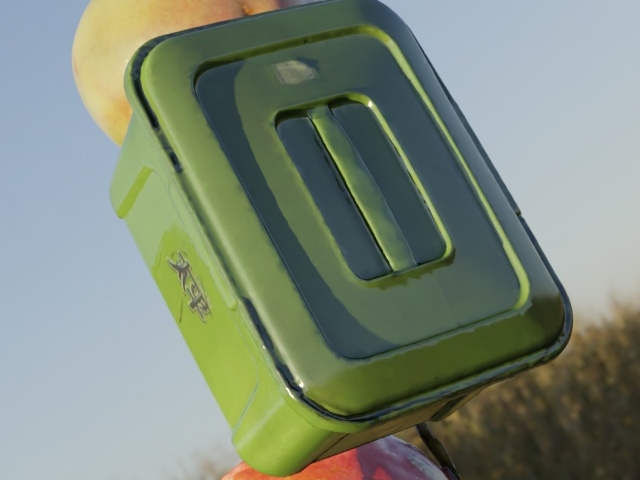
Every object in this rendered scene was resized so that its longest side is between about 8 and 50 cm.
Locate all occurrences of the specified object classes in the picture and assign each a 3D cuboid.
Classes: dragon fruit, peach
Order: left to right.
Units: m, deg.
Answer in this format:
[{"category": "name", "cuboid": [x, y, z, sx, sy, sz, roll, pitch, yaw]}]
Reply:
[{"category": "peach", "cuboid": [-0.113, -0.196, 2.108, 0.292, 0.247, 0.292, 3, -19, 1]}, {"category": "dragon fruit", "cuboid": [-0.003, 0.284, 1.997, 0.291, 0.189, 0.290, -32, -15, -10]}]

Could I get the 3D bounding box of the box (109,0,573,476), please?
[{"category": "box", "cuboid": [0.000, 0.000, 1.467, 0.253, 0.328, 0.178, -16, -20, -30]}]
